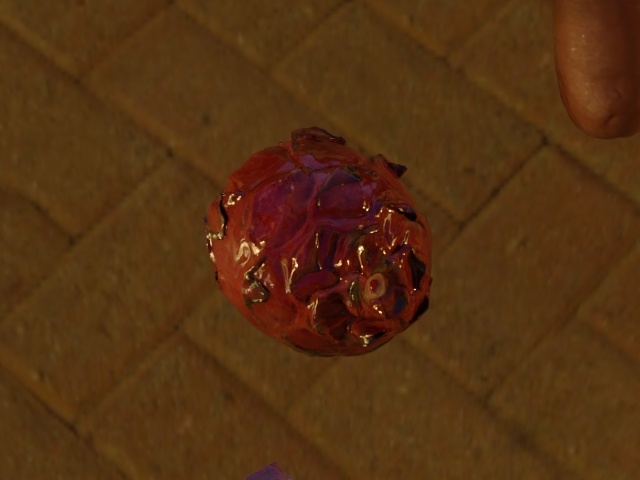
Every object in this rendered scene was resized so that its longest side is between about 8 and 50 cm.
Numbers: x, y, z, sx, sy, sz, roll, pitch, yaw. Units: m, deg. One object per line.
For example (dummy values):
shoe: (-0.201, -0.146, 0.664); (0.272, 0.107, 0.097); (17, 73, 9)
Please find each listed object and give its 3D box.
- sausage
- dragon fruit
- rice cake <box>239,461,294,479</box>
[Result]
sausage: (0.190, -0.264, 1.252); (0.094, 0.419, 0.094); (4, 34, 30)
dragon fruit: (0.001, 0.008, 1.837); (0.252, 0.241, 0.241); (15, 59, 19)
rice cake: (-0.109, 0.257, 1.579); (0.207, 0.036, 0.047); (-21, 77, -32)
